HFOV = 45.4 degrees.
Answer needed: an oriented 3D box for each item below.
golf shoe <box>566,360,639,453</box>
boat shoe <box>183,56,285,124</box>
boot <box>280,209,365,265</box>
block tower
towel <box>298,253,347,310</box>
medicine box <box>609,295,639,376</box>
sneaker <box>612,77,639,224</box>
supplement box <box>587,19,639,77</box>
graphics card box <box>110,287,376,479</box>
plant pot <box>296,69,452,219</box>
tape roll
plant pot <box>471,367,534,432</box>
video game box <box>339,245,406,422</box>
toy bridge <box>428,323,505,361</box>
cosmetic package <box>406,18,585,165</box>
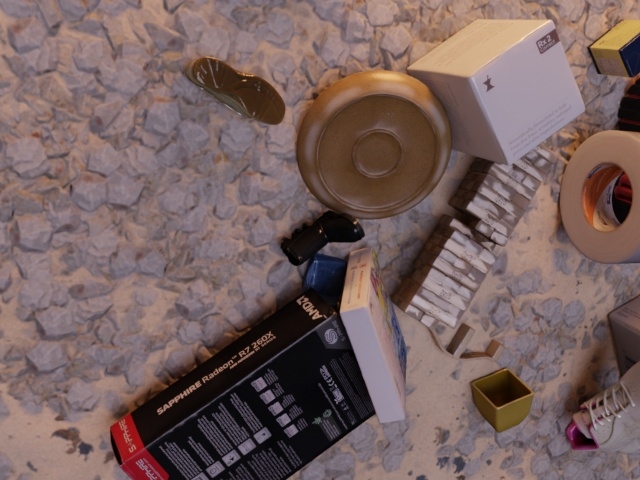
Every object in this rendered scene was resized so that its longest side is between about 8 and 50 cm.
[{"bbox_3d":[0.554,0.320,1.418,0.140,0.115,0.306,-6,140,-7],"label":"golf shoe"},{"bbox_3d":[-0.117,-0.207,1.064,0.153,0.048,0.056,21,85,-34],"label":"boat shoe"},{"bbox_3d":[0.000,0.000,1.132,0.099,0.121,0.045,-36,114,-16],"label":"boot"},{"bbox_3d":[0.244,-0.017,1.232,0.091,0.097,0.335,31,93,-13],"label":"block tower"},{"bbox_3d":[0.001,0.082,1.206,0.067,0.029,0.119,9,102,-26],"label":"towel"},{"bbox_3d":[0.742,0.210,1.494,0.289,0.149,0.263,-27,115,-13],"label":"medicine box"},{"bbox_3d":[0.601,-0.169,1.356,0.136,0.116,0.314,-2,114,-33],"label":"sneaker"},{"bbox_3d":[0.508,-0.319,1.268,0.083,0.083,0.056,-39,117,-8],"label":"supplement box"},{"bbox_3d":[-0.100,0.268,1.165,0.371,0.094,0.233,-34,125,-8],"label":"graphics card box"},{"bbox_3d":[0.083,-0.132,1.131,0.236,0.032,0.236,-2,117,-5],"label":"plant pot"},{"bbox_3d":[0.498,-0.070,1.265,0.072,0.219,0.219,1,105,-25],"label":"tape roll"},{"bbox_3d":[0.329,0.298,1.386,0.081,0.081,0.083,-17,122,-18],"label":"plant pot"},{"bbox_3d":[0.086,0.140,1.176,0.048,0.187,0.205,-13,114,16],"label":"video game box"},{"bbox_3d":[0.245,0.177,1.340,0.188,0.026,0.063,29,93,-28],"label":"toy bridge"},{"bbox_3d":[0.256,-0.225,1.133,0.151,0.183,0.151,-36,116,-9],"label":"cosmetic package"}]
